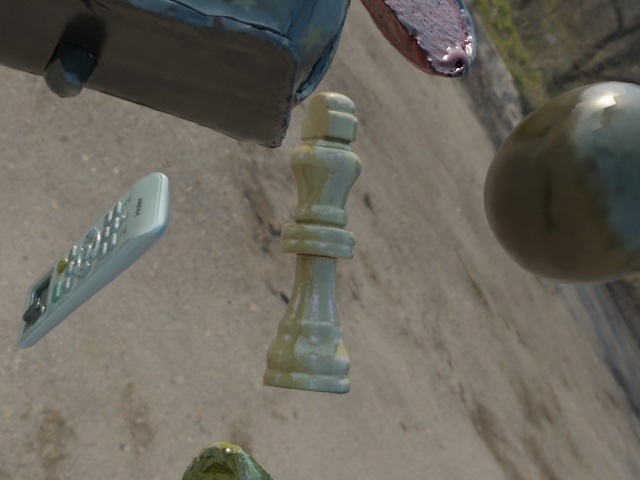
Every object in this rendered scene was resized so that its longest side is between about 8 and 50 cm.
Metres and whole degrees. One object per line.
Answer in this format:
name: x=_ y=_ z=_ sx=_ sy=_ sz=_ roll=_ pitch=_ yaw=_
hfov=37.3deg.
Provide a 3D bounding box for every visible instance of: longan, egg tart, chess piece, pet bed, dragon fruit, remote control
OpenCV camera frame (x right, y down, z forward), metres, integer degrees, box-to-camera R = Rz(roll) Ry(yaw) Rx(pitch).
longan: x=0.445 y=-0.086 z=1.526 sx=0.361 sy=0.361 sz=0.361 roll=49 pitch=24 yaw=-30
egg tart: x=-0.106 y=0.352 z=1.212 sx=0.078 sy=0.197 sz=0.197 roll=2 pitch=59 yaw=-42
chess piece: x=0.000 y=0.000 z=1.257 sx=0.117 sy=0.117 sz=0.396 roll=16 pitch=79 yaw=-63
pet bed: x=-0.092 y=-0.144 z=0.567 sx=0.211 sy=0.159 sz=0.183 roll=20 pitch=-2 yaw=-2
dragon fruit: x=0.172 y=-0.428 z=1.755 sx=0.282 sy=0.100 sz=0.343 roll=-24 pitch=76 yaw=-46
remote control: x=-0.279 y=0.031 z=1.162 sx=0.051 sy=0.293 sz=0.103 roll=34 pitch=36 yaw=-32
